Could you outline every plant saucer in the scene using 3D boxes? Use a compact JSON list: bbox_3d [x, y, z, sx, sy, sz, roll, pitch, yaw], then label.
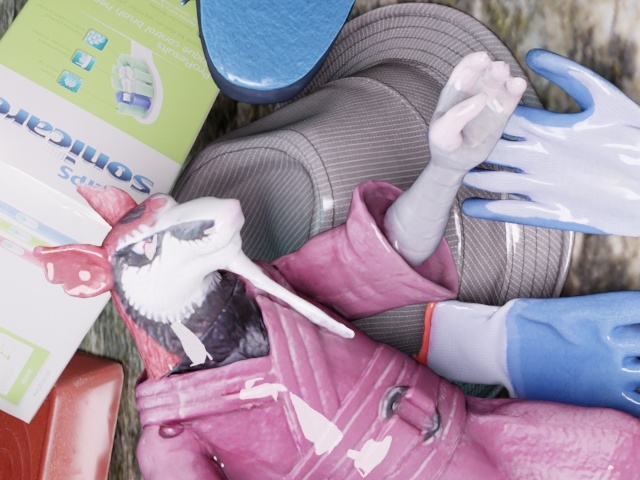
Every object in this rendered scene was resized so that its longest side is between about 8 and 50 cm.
[{"bbox_3d":[-0.268,0.217,1.173,0.258,0.048,0.259,6,87,55],"label":"plant saucer"}]

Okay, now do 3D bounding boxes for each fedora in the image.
[{"bbox_3d":[0.000,0.000,0.760,0.275,0.124,0.243,-40,65,50],"label":"fedora"}]

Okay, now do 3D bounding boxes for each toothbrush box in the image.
[{"bbox_3d":[-0.145,-0.067,0.820,0.206,0.122,0.283,-51,13,45],"label":"toothbrush box"}]

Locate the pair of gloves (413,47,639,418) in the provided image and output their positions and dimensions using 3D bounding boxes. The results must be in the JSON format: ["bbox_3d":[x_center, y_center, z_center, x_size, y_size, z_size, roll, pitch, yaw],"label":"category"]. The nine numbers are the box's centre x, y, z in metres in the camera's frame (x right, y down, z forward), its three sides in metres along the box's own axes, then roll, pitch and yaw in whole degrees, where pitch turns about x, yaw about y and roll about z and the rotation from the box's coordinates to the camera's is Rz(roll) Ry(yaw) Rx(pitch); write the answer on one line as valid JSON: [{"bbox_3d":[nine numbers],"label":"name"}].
[{"bbox_3d":[0.120,0.011,0.632,0.159,0.023,0.198,11,113,24],"label":"pair of gloves"}]

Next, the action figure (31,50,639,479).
[{"bbox_3d":[0.033,0.095,0.615,0.370,0.248,0.276,39,161,0],"label":"action figure"}]

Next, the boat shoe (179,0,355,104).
[{"bbox_3d":[-0.013,-0.188,0.758,0.089,0.109,0.258,124,160,-69],"label":"boat shoe"}]
